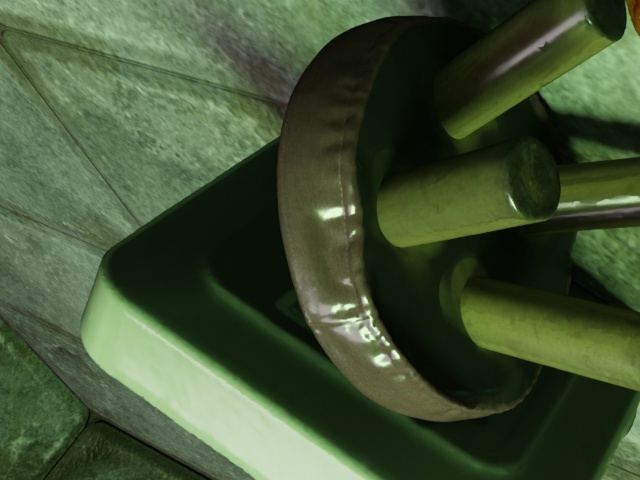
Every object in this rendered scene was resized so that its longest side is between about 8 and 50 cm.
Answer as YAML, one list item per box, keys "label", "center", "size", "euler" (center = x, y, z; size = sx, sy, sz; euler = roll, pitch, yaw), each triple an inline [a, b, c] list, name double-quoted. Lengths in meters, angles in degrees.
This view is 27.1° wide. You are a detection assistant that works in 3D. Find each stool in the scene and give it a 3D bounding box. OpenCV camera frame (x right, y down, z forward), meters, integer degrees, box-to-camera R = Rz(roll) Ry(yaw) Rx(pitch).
- label: "stool"
  center: [0.120, -0.026, 0.832]
  size: [0.178, 0.272, 0.272]
  euler: [-11, 130, 43]

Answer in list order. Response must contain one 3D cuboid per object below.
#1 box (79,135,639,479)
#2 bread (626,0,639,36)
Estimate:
- label: "box"
  center: [0.057, 0.071, 1.007]
  size: [0.373, 0.367, 0.090]
  euler: [33, 124, 11]
- label: "bread"
  center: [0.252, -0.119, 0.516]
  size: [0.380, 0.109, 0.185]
  euler: [35, 151, 55]
